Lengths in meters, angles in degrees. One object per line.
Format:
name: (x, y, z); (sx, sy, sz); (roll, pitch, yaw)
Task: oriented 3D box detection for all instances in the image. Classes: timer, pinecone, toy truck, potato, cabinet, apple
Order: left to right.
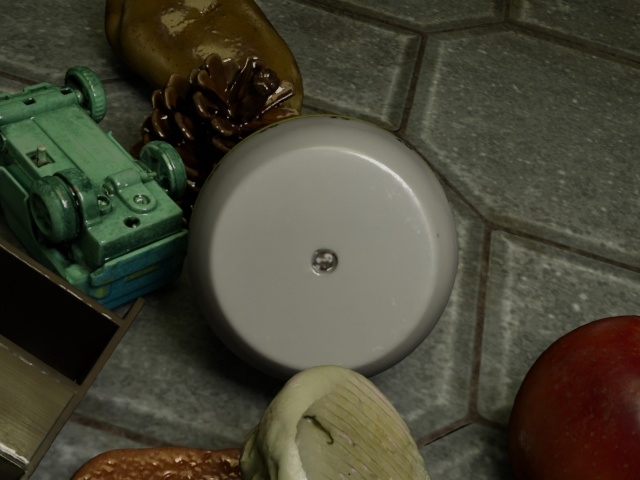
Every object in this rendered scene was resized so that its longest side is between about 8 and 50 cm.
cabinet: (-0.281, 0.103, 0.694); (0.174, 0.148, 0.215); (35, 41, -10)
toy truck: (-0.262, -0.059, 0.904); (0.155, 0.156, 0.279); (-25, 56, -37)
potato: (-0.158, -0.267, 1.170); (0.369, 0.176, 0.195); (46, 22, 24)
pinecone: (-0.113, -0.120, 0.974); (0.185, 0.212, 0.169); (-8, 46, -36)
timer: (0.000, 0.000, 0.884); (0.285, 0.285, 0.285); (9, 42, -8)
apple: (0.288, 0.180, 0.790); (0.218, 0.201, 0.218); (11, 39, -9)

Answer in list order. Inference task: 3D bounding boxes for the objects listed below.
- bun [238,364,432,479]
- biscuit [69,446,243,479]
bun: (0.011, 0.224, 0.686); (0.210, 0.116, 0.237); (42, 37, -30)
biscuit: (-0.123, 0.258, 0.698); (0.192, 0.036, 0.186); (3, 46, -15)
